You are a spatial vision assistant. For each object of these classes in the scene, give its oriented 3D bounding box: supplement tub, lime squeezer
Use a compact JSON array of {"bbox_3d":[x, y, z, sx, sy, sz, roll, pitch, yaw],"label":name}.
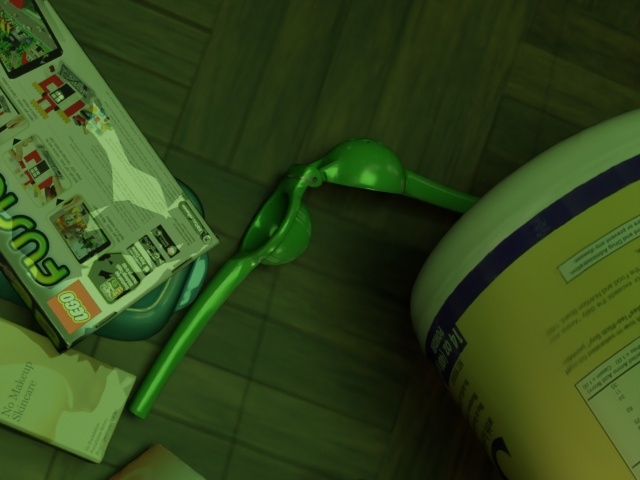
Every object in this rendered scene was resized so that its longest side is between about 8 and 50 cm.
[{"bbox_3d":[0.228,0.111,1.009,0.241,0.241,0.331,-23,65,-18],"label":"supplement tub"},{"bbox_3d":[0.000,0.000,1.114,0.310,0.059,0.110,-24,121,-19],"label":"lime squeezer"}]

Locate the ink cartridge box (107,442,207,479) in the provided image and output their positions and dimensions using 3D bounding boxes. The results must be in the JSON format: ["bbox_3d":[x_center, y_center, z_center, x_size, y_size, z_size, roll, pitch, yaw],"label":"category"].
[{"bbox_3d":[-0.106,0.196,0.985,0.145,0.179,0.045,-36,115,-17],"label":"ink cartridge box"}]

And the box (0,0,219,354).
[{"bbox_3d":[-0.165,-0.050,1.030,0.114,0.036,0.207,-36,93,-19],"label":"box"}]

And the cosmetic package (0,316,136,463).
[{"bbox_3d":[-0.175,0.085,1.048,0.115,0.041,0.060,24,78,-13],"label":"cosmetic package"}]

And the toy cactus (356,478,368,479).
[{"bbox_3d":[0.053,0.251,1.075,0.219,0.112,0.180,23,87,-22],"label":"toy cactus"}]

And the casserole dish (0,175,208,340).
[{"bbox_3d":[-0.154,-0.012,1.069,0.188,0.037,0.114,23,77,-12],"label":"casserole dish"}]
